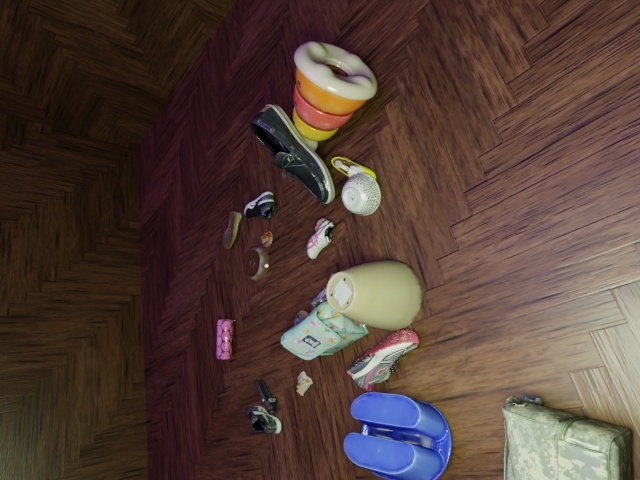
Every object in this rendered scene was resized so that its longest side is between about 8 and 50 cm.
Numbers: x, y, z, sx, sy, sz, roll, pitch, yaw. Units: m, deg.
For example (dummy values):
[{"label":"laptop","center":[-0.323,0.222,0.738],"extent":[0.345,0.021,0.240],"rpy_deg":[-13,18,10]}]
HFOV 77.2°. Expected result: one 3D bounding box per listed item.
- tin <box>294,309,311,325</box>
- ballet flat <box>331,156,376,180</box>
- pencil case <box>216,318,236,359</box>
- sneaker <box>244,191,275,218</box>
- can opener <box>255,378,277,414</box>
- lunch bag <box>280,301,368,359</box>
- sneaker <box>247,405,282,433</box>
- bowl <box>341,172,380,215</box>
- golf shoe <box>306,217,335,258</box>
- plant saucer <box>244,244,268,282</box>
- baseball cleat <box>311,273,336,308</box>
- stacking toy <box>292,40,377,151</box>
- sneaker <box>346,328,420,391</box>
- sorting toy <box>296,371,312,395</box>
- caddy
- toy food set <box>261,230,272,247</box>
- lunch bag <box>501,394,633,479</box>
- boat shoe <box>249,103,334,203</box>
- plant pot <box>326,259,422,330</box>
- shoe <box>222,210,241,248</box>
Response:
[{"label":"tin","center":[-0.045,0.379,1.714],"extent":[0.190,0.040,0.106],"rpy_deg":[48,121,40]},{"label":"ballet flat","center":[0.125,-0.284,1.624],"extent":[0.231,0.077,0.077],"rpy_deg":[40,110,43]},{"label":"pencil case","center":[-0.504,0.522,2.137],"extent":[0.095,0.098,0.209],"rpy_deg":[2,82,2]},{"label":"sneaker","center":[-0.316,-0.147,2.064],"extent":[0.217,0.079,0.121],"rpy_deg":[-36,57,35]},{"label":"can opener","center":[-0.256,0.716,1.857],"extent":[0.186,0.059,0.073],"rpy_deg":[45,115,41]},{"label":"lunch bag","center":[0.009,0.336,1.499],"extent":[0.223,0.262,0.160],"rpy_deg":[-40,56,34]},{"label":"sneaker","center":[-0.284,0.819,1.833],"extent":[0.234,0.106,0.078],"rpy_deg":[4,85,47]},{"label":"bowl","center":[0.139,-0.171,1.545],"extent":[0.170,0.080,0.170],"rpy_deg":[13,112,35]},{"label":"golf shoe","center":[0.000,0.000,1.712],"extent":[0.086,0.067,0.186],"rpy_deg":[35,108,43]},{"label":"plant saucer","center":[-0.341,0.119,2.075],"extent":[0.198,0.036,0.199],"rpy_deg":[-10,76,46]},{"label":"baseball cleat","center":[0.040,0.203,1.645],"extent":[0.206,0.072,0.109],"rpy_deg":[-31,48,34]},{"label":"stacking toy","center":[-0.007,-0.539,1.700],"extent":[0.480,0.350,0.351],"rpy_deg":[-60,44,44]},{"label":"sneaker","center":[0.228,0.408,1.379],"extent":[0.112,0.121,0.299],"rpy_deg":[49,121,6]},{"label":"sorting toy","center":[-0.078,0.603,1.712],"extent":[0.083,0.044,0.075],"rpy_deg":[-57,28,22]},{"label":"caddy","center":[0.240,0.621,1.269],"extent":[0.341,0.179,0.241],"rpy_deg":[-15,50,45]},{"label":"toy food set","center":[-0.271,-0.006,2.035],"extent":[0.082,0.020,0.083],"rpy_deg":[-43,55,33]},{"label":"lunch bag","center":[0.549,0.542,0.924],"extent":[0.256,0.212,0.305],"rpy_deg":[-3,80,46]},{"label":"boat shoe","center":[-0.124,-0.351,1.716],"extent":[0.500,0.156,0.187],"rpy_deg":[53,155,0]},{"label":"plant pot","center":[0.160,0.179,1.359],"extent":[0.256,0.274,0.257],"rpy_deg":[-11,74,44]},{"label":"shoe","center":[-0.493,-0.057,2.261],"extent":[0.076,0.058,0.219],"rpy_deg":[23,105,26]}]
